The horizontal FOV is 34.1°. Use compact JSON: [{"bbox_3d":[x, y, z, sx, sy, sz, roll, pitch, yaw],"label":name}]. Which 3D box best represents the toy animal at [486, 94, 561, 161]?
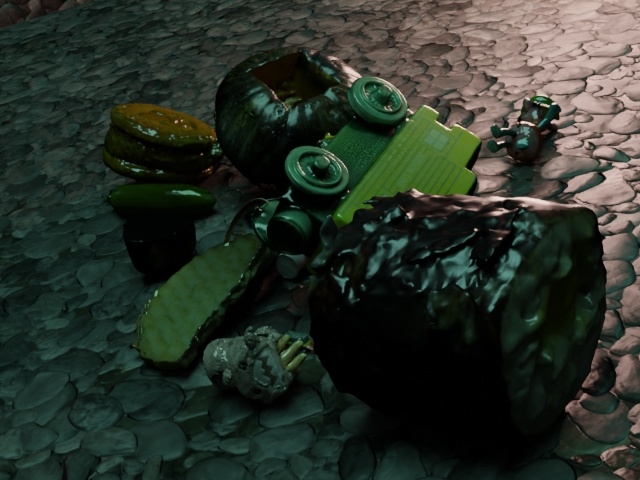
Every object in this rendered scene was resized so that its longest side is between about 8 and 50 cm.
[{"bbox_3d":[0.375,-0.204,1.863,0.103,0.100,0.208,-42,-6,39],"label":"toy animal"}]

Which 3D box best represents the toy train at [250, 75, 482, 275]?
[{"bbox_3d":[0.089,-0.079,1.629,0.272,0.179,0.442,33,43,5],"label":"toy train"}]

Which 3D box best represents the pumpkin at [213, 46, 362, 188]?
[{"bbox_3d":[-0.050,-0.238,1.981,0.320,0.192,0.320,0,44,0],"label":"pumpkin"}]

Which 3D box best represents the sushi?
[{"bbox_3d":[0.165,0.085,1.279,0.294,0.281,0.299,11,26,36],"label":"sushi"}]

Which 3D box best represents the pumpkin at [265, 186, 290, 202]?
[{"bbox_3d":[-0.061,-0.055,1.879,0.073,0.035,0.101,-28,33,0],"label":"pumpkin"}]

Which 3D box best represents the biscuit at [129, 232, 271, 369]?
[{"bbox_3d":[-0.199,0.093,1.634,0.187,0.036,0.274,4,47,44],"label":"biscuit"}]

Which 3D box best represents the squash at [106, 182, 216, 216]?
[{"bbox_3d":[-0.316,-0.078,2.000,0.258,0.069,0.069,2,33,28],"label":"squash"}]

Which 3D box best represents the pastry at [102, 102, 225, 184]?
[{"bbox_3d":[-0.317,-0.186,2.093,0.235,0.132,0.240,8,21,-30],"label":"pastry"}]

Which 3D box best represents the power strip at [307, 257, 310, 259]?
[{"bbox_3d":[-0.012,-0.003,1.673,0.028,0.049,0.178,-14,55,-37],"label":"power strip"}]

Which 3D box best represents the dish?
[{"bbox_3d":[-0.092,0.007,1.741,0.141,0.078,0.141,-29,51,43],"label":"dish"}]

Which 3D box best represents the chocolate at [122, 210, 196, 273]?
[{"bbox_3d":[-0.280,0.006,1.828,0.125,0.080,0.149,-6,21,-8],"label":"chocolate"}]

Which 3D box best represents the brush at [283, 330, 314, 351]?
[{"bbox_3d":[-0.019,0.149,1.513,0.083,0.021,0.018,14,38,40],"label":"brush"}]

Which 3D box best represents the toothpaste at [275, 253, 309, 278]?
[{"bbox_3d":[0.000,0.000,1.747,0.071,0.045,0.193,15,35,29],"label":"toothpaste"}]

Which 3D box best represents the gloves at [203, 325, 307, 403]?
[{"bbox_3d":[-0.095,0.172,1.433,0.144,0.110,0.094,-27,22,46],"label":"gloves"}]
